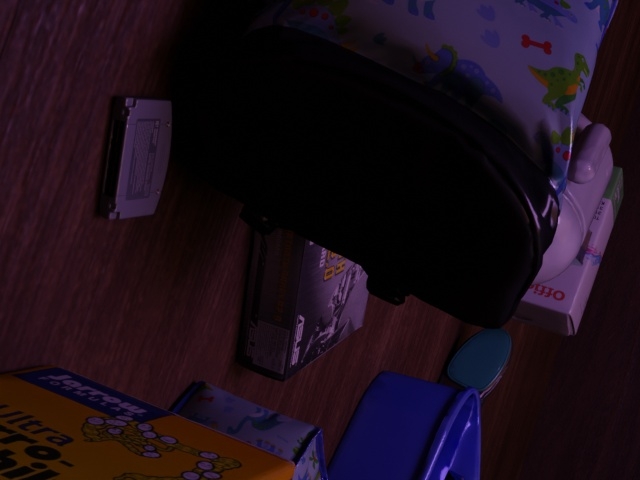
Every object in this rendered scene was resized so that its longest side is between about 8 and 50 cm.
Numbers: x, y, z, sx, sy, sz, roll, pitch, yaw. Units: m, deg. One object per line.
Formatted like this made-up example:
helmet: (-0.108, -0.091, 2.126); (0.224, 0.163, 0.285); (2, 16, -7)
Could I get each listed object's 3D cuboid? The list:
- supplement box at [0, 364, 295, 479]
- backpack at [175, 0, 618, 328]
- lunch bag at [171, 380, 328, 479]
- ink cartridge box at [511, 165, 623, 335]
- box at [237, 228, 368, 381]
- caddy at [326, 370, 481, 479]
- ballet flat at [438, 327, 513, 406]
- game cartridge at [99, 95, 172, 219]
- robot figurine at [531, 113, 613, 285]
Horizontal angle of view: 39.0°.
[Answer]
supplement box: (-0.189, 0.197, 0.420); (0.356, 0.195, 0.194); (-1, 106, -66)
backpack: (0.099, -0.156, 0.732); (0.355, 0.290, 0.273); (-53, 172, -52)
lunch bag: (-0.084, 0.206, 0.744); (0.151, 0.129, 0.096); (-51, 147, -38)
ink cartridge box: (0.377, -0.004, 1.549); (0.278, 0.201, 0.117); (-66, 155, -15)
box: (0.000, 0.000, 0.890); (0.183, 0.056, 0.231); (-23, 126, -60)
caddy: (0.124, 0.349, 1.247); (0.341, 0.179, 0.241); (-61, 153, -27)
ballet flat: (0.244, 0.273, 1.592); (0.280, 0.095, 0.096); (-50, 159, -24)
game cartridge: (-0.125, -0.057, 0.623); (0.056, 0.017, 0.083); (-10, 114, -61)
robot figurine: (0.320, -0.071, 1.377); (0.353, 0.200, 0.300); (-54, -177, -38)
